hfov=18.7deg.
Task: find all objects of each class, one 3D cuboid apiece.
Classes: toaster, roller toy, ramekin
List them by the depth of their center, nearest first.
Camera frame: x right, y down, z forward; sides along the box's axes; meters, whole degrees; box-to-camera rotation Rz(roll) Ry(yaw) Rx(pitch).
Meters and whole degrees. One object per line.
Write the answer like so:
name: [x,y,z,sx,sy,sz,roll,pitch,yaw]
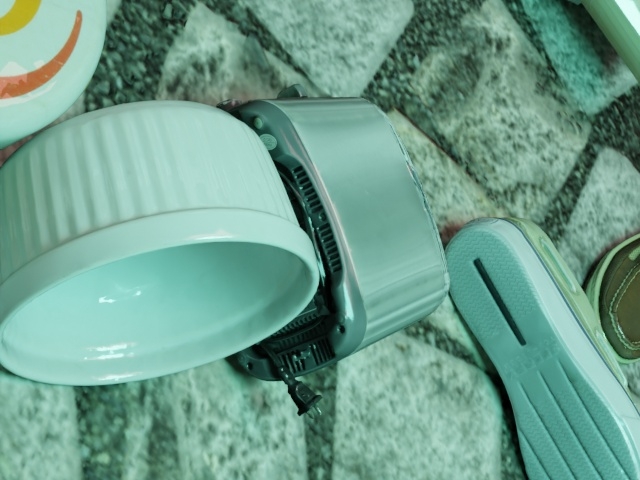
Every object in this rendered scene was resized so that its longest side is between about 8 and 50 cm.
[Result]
roller toy: [-0.239,-0.139,1.169,0.209,0.146,0.191,-37,102,-38]
ramekin: [-0.112,0.000,1.203,0.207,0.207,0.109,10,56,-44]
toaster: [0.000,0.000,1.374,0.146,0.129,0.227,-18,84,-51]

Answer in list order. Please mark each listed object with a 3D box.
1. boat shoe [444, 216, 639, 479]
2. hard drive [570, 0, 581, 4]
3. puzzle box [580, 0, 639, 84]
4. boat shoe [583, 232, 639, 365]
boat shoe: [0.205,0.112,1.558,0.094,0.109,0.302,-20,84,-51]
hard drive: [0.130,-0.354,1.745,0.318,0.040,0.210,15,62,-42]
puzzle box: [0.368,-0.360,1.785,0.409,0.052,0.272,-40,98,-21]
boat shoe: [0.321,0.024,1.728,0.095,0.095,0.257,59,41,-8]
